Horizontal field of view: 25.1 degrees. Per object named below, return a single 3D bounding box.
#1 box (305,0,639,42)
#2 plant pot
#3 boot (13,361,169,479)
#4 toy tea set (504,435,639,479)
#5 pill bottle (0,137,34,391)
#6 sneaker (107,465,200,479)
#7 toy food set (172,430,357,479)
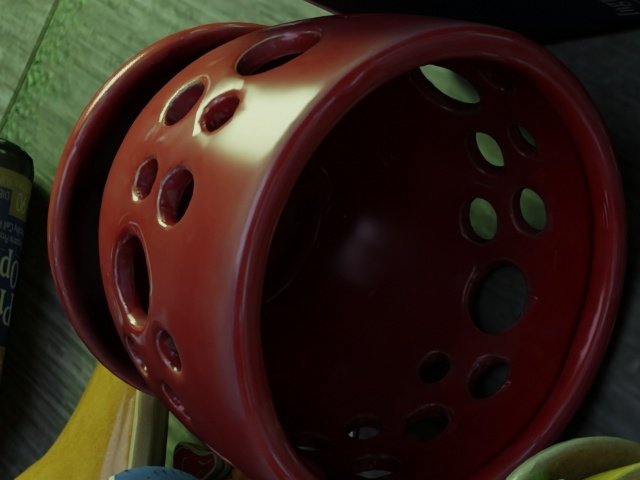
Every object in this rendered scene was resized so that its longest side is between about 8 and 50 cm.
[{"bbox_3d":[0.142,-0.252,0.495,0.396,0.212,0.293,-5,76,43],"label":"box"},{"bbox_3d":[0.000,0.000,0.579,0.174,0.191,0.191,21,93,53],"label":"plant pot"},{"bbox_3d":[-0.191,0.163,0.696,0.211,0.104,0.295,10,90,1],"label":"boot"},{"bbox_3d":[0.137,0.156,0.385,0.124,0.200,0.336,156,126,-69],"label":"toy tea set"},{"bbox_3d":[-0.241,0.047,0.832,0.123,0.123,0.219,-3,77,43],"label":"pill bottle"},{"bbox_3d":[0.047,0.175,0.536,0.315,0.127,0.182,45,106,34],"label":"sneaker"},{"bbox_3d":[-0.036,0.104,0.693,0.122,0.019,0.077,-4,75,43],"label":"toy food set"}]
